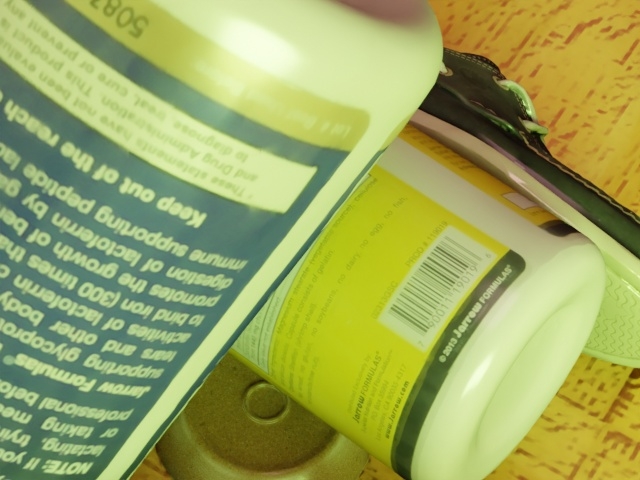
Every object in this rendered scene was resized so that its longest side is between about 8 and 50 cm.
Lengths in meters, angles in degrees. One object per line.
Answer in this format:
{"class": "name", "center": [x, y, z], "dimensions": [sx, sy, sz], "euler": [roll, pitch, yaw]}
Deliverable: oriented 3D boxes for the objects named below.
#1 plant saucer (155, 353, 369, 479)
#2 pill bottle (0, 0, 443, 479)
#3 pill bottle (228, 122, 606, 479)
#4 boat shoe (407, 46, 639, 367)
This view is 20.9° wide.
{"class": "plant saucer", "center": [-0.020, 0.063, 0.639], "dimensions": [0.083, 0.015, 0.083], "euler": [3, 56, -4]}
{"class": "pill bottle", "center": [-0.097, 0.000, 0.517], "dimensions": [0.153, 0.264, 0.153], "euler": [33, 20, -14]}
{"class": "pill bottle", "center": [0.000, 0.000, 0.612], "dimensions": [0.184, 0.103, 0.103], "euler": [34, 60, 22]}
{"class": "boat shoe", "center": [0.057, -0.040, 0.673], "dimensions": [0.233, 0.084, 0.079], "euler": [37, 61, 21]}
